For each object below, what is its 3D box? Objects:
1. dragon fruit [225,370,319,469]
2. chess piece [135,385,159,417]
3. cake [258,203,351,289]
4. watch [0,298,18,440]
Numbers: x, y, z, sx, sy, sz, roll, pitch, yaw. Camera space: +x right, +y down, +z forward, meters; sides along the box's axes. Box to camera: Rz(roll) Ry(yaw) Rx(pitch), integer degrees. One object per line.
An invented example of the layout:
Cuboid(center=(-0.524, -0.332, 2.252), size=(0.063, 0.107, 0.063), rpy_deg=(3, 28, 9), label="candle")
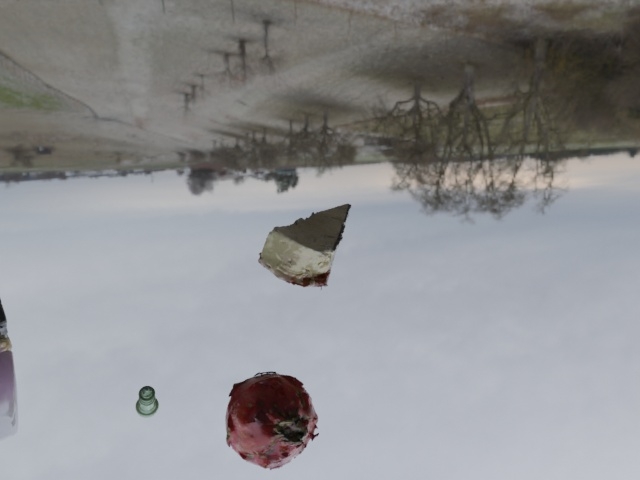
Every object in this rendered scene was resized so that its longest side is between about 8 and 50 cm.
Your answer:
Cuboid(center=(-0.069, 0.267, 0.916), size=(0.153, 0.152, 0.111), rpy_deg=(-8, 167, -20), label="dragon fruit")
Cuboid(center=(-0.434, 0.398, 1.528), size=(0.059, 0.059, 0.149), rpy_deg=(-8, 151, -22), label="chess piece")
Cuboid(center=(0.013, 0.011, 1.017), size=(0.117, 0.086, 0.221), rpy_deg=(36, -150, 28), label="cake")
Cuboid(center=(-0.523, 0.169, 0.778), size=(0.232, 0.243, 0.196), rpy_deg=(-8, -165, -30), label="watch")
